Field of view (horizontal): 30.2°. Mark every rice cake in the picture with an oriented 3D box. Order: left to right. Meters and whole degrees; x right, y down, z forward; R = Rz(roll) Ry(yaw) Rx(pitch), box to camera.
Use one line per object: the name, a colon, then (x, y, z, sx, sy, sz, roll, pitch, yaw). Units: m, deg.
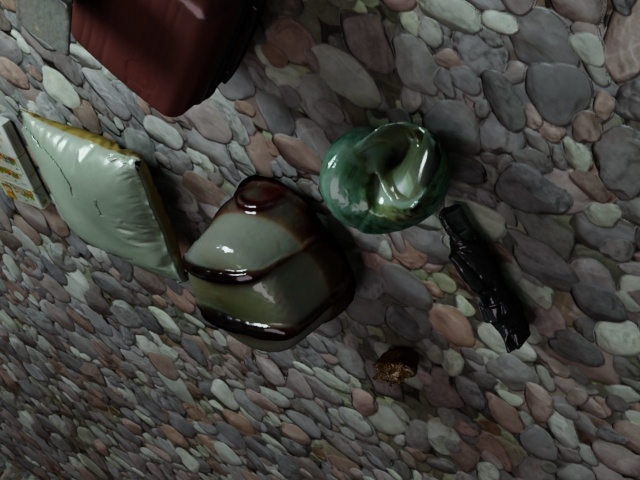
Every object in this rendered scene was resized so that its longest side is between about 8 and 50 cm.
rice cake: (0.000, 0.000, 1.890, 0.022, 0.021, 0.121, 25, 145, 19)

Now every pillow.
pillow: (-0.388, -0.079, 2.139, 0.312, 0.119, 0.310, 21, 147, 32)

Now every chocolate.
chocolate: (-0.101, 0.055, 1.884, 0.283, 0.186, 0.284, 38, 151, 26)

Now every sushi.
sushi: (0.124, 0.214, 1.981, 0.061, 0.060, 0.118, 37, 151, -1)

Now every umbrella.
umbrella: (0.227, 0.050, 1.660, 0.236, 0.059, 0.066, 59, -172, -20)

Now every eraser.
eraser: (-0.354, -0.413, 1.559, 0.077, 0.353, 0.111, 2, 149, -10)

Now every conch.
conch: (0.086, -0.089, 1.586, 0.188, 0.122, 0.176, 24, 124, 25)

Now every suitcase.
suitcase: (-0.200, -0.322, 1.574, 0.236, 0.161, 0.297, 42, 149, 2)

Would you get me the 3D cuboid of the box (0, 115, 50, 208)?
box: (-0.631, -0.166, 2.393, 0.122, 0.032, 0.220, 19, 143, 33)
